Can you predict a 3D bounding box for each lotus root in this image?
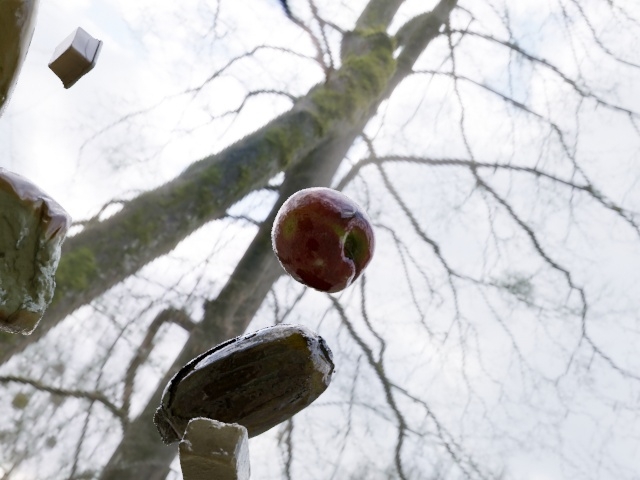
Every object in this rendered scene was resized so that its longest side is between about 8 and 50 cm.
[{"bbox_3d":[-0.157,0.298,1.934,0.397,0.196,0.179,-27,-46,4],"label":"lotus root"}]

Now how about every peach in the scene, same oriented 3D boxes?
[{"bbox_3d":[0.000,0.000,1.892,0.226,0.190,0.196,12,-36,54],"label":"peach"}]

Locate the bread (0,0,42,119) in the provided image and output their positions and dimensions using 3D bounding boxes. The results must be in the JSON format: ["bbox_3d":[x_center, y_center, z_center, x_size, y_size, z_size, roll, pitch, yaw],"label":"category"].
[{"bbox_3d":[-0.595,-0.353,1.697,0.160,0.333,0.333,16,-26,-22],"label":"bread"}]

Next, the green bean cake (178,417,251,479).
[{"bbox_3d":[-0.186,0.400,1.726,0.109,0.085,0.179,8,-44,10],"label":"green bean cake"}]

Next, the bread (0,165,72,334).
[{"bbox_3d":[-0.517,-0.005,1.456,0.279,0.225,0.250,31,-18,-15],"label":"bread"}]

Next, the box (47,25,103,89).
[{"bbox_3d":[-0.487,-0.366,1.918,0.089,0.122,0.062,-34,-61,21],"label":"box"}]
